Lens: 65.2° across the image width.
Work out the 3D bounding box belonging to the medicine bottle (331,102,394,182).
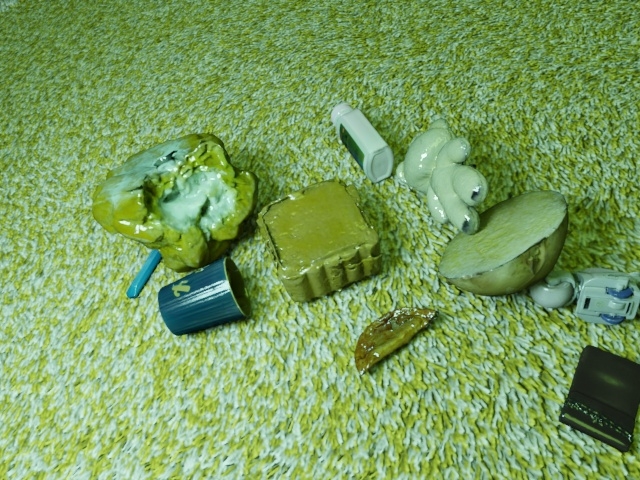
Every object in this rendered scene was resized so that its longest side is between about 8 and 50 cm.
[{"bbox_3d":[0.096,-0.248,1.213,0.078,0.115,0.219,-27,55,-5],"label":"medicine bottle"}]

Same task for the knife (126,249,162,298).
[{"bbox_3d":[-0.379,0.009,1.196,0.044,0.026,0.296,13,63,23],"label":"knife"}]

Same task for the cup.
[{"bbox_3d":[-0.241,0.112,1.046,0.155,0.131,0.176,-21,25,2],"label":"cup"}]

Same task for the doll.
[{"bbox_3d":[0.279,-0.126,1.057,0.175,0.149,0.278,-51,33,24],"label":"doll"}]

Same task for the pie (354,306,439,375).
[{"bbox_3d":[0.134,0.180,0.967,0.191,0.033,0.088,-34,41,-10],"label":"pie"}]

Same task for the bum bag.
[{"bbox_3d":[0.479,0.259,0.843,0.109,0.026,0.159,21,63,25],"label":"bum bag"}]

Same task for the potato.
[{"bbox_3d":[0.365,0.019,0.945,0.239,0.116,0.299,-26,15,45],"label":"potato"}]

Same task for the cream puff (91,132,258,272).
[{"bbox_3d":[-0.318,-0.077,1.114,0.323,0.270,0.274,-37,37,-26],"label":"cream puff"}]

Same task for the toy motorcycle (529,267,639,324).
[{"bbox_3d":[0.519,0.092,0.915,0.254,0.112,0.112,6,58,18],"label":"toy motorcycle"}]

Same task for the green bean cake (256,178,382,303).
[{"bbox_3d":[0.000,0.000,1.057,0.224,0.131,0.229,-21,52,-6],"label":"green bean cake"}]
